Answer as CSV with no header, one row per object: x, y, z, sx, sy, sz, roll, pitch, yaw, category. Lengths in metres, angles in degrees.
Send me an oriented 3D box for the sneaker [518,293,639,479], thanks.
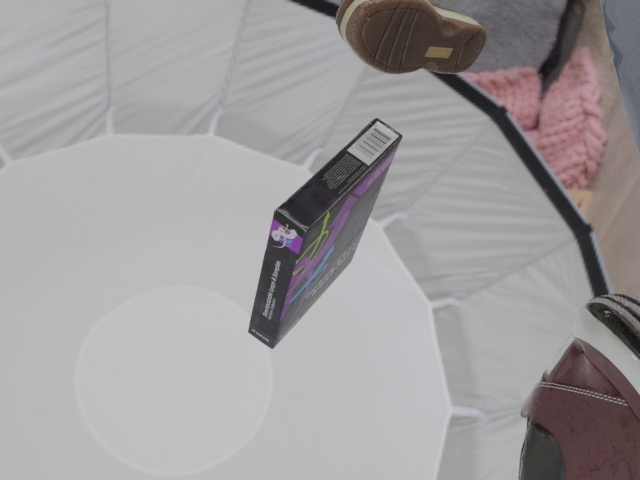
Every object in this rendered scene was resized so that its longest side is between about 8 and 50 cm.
0.219,0.179,0.434,0.162,0.106,0.281,-60,42,33,sneaker

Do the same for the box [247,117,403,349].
0.000,0.000,0.542,0.116,0.029,0.162,-46,-14,-33,box

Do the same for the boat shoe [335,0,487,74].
0.092,-0.252,0.865,0.095,0.257,0.095,47,118,27,boat shoe

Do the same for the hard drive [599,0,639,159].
0.181,-0.108,0.331,0.254,0.054,0.172,55,-128,-37,hard drive
